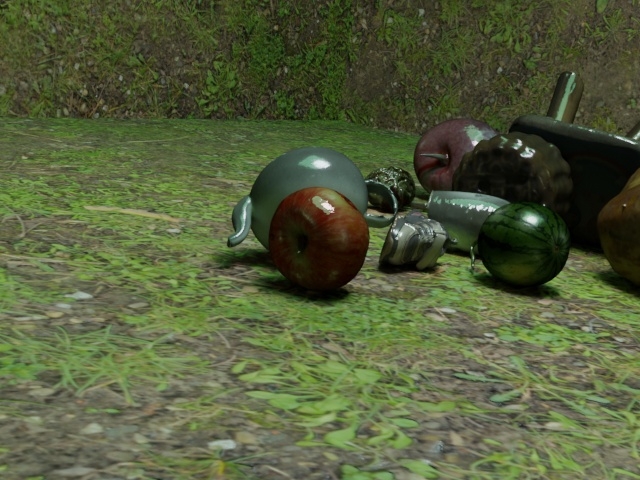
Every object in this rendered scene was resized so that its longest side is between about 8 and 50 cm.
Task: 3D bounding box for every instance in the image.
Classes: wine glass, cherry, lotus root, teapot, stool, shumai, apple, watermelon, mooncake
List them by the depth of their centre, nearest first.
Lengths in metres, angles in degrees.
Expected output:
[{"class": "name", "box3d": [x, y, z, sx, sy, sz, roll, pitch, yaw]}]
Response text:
[{"class": "apple", "box3d": [0.000, 0.000, 1.354, 0.146, 0.147, 0.131, 16, 9, 33]}, {"class": "teapot", "box3d": [-0.016, -0.049, 1.489, 0.294, 0.193, 0.130, -5, 45, -20]}, {"class": "watermelon", "box3d": [0.314, 0.003, 1.556, 0.140, 0.141, 0.187, -2, 8, -37]}, {"class": "lotus root", "box3d": [0.635, -0.012, 1.648, 0.316, 0.316, 0.250, 2, -5, -25]}, {"class": "wine glass", "box3d": [0.294, -0.029, 1.749, 0.204, 0.111, 0.111, 12, 12, 12]}, {"class": "mooncake", "box3d": [0.368, -0.097, 1.864, 0.228, 0.228, 0.124, 15, 25, 31]}, {"class": "stool", "box3d": [0.566, -0.162, 1.953, 0.310, 0.310, 0.226, 19, 54, 32]}, {"class": "shumai", "box3d": [0.159, -0.102, 2.089, 0.123, 0.099, 0.087, 2, 30, -18]}, {"class": "cherry", "box3d": [0.345, -0.191, 2.314, 0.285, 0.213, 0.236, 10, 17, -37]}]

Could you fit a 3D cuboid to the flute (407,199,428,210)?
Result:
[{"class": "flute", "box3d": [0.144, -0.097, 2.185, 0.232, 0.027, 0.027, 12, 12, 20]}]

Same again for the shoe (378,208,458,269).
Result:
[{"class": "shoe", "box3d": [0.162, 0.009, 1.581, 0.092, 0.089, 0.180, 24, 19, 17]}]
